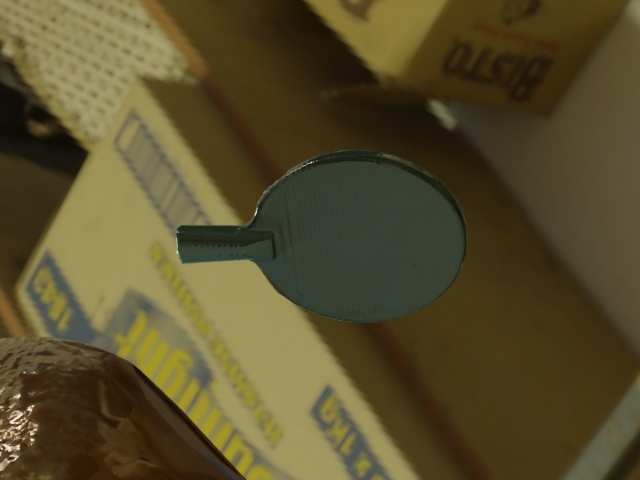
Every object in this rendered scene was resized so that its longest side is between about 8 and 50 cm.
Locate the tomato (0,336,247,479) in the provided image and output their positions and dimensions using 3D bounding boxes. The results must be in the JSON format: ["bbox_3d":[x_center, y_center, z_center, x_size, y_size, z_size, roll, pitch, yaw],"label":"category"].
[{"bbox_3d":[-0.096,0.107,0.507,0.181,0.214,0.155,52,-127,-32],"label":"tomato"}]

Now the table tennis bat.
[{"bbox_3d":[0.000,0.000,0.907,0.155,0.100,0.019,-3,-151,10],"label":"table tennis bat"}]
